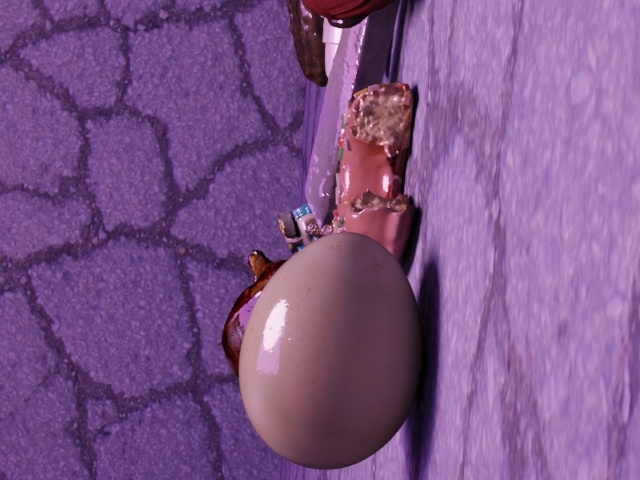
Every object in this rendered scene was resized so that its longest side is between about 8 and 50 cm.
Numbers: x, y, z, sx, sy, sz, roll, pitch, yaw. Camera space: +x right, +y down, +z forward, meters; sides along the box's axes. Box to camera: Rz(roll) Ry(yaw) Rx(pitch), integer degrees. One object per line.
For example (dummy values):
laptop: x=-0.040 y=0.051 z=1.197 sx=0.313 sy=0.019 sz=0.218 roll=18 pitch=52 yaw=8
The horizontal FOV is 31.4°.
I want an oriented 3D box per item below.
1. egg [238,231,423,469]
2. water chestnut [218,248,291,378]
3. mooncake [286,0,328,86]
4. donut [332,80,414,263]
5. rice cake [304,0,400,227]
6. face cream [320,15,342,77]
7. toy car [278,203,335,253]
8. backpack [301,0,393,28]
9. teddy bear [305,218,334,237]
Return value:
egg: x=0.013 y=0.114 z=1.176 sx=0.188 sy=0.189 sz=0.253 roll=-105 pitch=26 yaw=-76
water chestnut: x=-0.043 y=0.116 z=1.684 sx=0.238 sy=0.224 sz=0.223 roll=49 pitch=153 yaw=25
mooncake: x=0.011 y=-0.348 z=1.735 sx=0.228 sy=0.124 sz=0.228 roll=167 pitch=90 yaw=-82
donut: x=0.062 y=-0.064 z=1.357 sx=0.199 sy=0.085 sz=0.232 roll=100 pitch=174 yaw=-61
rice cake: x=0.046 y=-0.206 z=1.519 sx=0.070 sy=0.064 sz=0.398 roll=44 pitch=131 yaw=44
face cream: x=0.056 y=-0.389 z=1.557 sx=0.102 sy=0.102 sz=0.345 roll=-107 pitch=21 yaw=-77
toy car: x=0.000 y=0.000 z=1.912 sx=0.161 sy=0.126 sz=0.098 roll=90 pitch=164 yaw=-64
backpack: x=0.042 y=-0.364 z=1.330 sx=0.229 sy=0.139 sz=0.229 roll=-18 pitch=67 yaw=50
teddy bear: x=0.044 y=-0.019 z=1.653 sx=0.119 sy=0.078 sz=0.160 roll=-64 pitch=25 yaw=6
